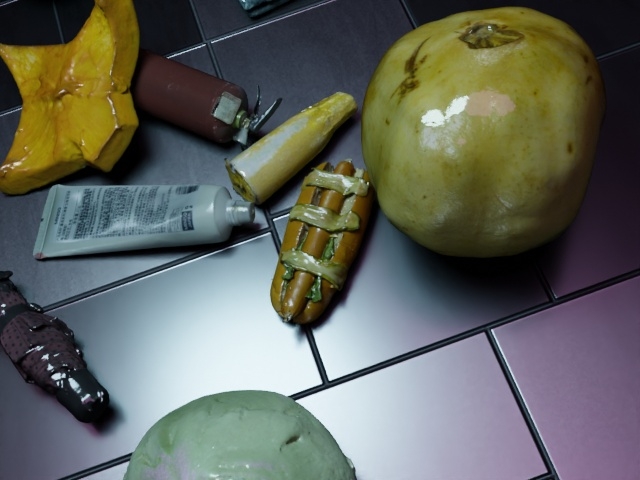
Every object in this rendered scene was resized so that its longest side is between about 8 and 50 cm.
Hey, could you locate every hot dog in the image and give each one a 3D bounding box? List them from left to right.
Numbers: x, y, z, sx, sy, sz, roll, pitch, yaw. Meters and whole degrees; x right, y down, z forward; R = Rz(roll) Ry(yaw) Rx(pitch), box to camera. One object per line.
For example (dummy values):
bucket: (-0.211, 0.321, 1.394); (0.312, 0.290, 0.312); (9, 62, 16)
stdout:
hot dog: (0.000, 0.000, 1.180); (0.109, 0.072, 0.270); (13, 65, 16)

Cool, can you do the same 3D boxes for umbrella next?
umbrella: (-0.401, 0.128, 1.162); (0.326, 0.090, 0.094); (36, 71, 22)

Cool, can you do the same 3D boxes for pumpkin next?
pumpkin: (-0.374, -0.220, 1.273); (0.290, 0.095, 0.258); (-13, 80, 30)

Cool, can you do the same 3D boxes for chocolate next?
chocolate: (-0.035, -0.143, 1.256); (0.219, 0.086, 0.085); (-38, 65, -15)

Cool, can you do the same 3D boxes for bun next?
bun: (-0.107, 0.304, 0.981); (0.293, 0.187, 0.293); (-4, 64, 9)

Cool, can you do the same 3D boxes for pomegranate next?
pomegranate: (0.210, -0.131, 1.087); (0.332, 0.332, 0.333); (-3, 64, 6)

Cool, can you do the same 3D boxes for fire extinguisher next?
fire extinguisher: (-0.194, -0.220, 1.297); (0.268, 0.105, 0.105); (23, 69, 19)

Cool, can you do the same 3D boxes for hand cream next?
hand cream: (-0.258, -0.032, 1.243); (0.340, 0.078, 0.124); (-2, 64, 15)

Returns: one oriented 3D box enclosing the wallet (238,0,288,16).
wallet: (-0.028, -0.543, 1.434); (0.342, 0.075, 0.237); (-28, 80, -6)
